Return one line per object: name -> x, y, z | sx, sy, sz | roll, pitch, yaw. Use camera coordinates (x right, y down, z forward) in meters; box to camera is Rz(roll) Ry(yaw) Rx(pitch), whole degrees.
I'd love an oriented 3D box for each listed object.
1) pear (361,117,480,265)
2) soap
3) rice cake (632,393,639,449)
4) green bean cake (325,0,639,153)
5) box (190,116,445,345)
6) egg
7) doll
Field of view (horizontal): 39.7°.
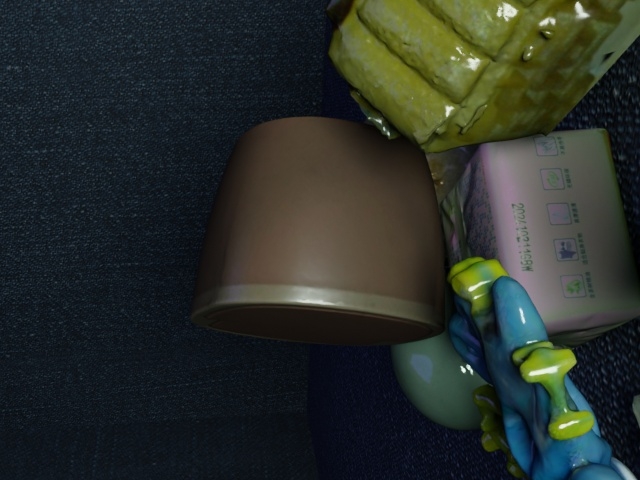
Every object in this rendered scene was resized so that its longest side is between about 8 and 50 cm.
pear -> 0.156, -0.069, 1.224 | 0.178, 0.267, 0.266 | 42, -140, -64
soap -> 0.216, 0.010, 0.903 | 0.182, 0.138, 0.199 | 108, 158, -70
rice cake -> 0.307, 0.160, 0.666 | 0.211, 0.038, 0.124 | 111, 156, -69
green bean cake -> 0.193, -0.216, 0.768 | 0.202, 0.285, 0.310 | 50, 133, 13
box -> 0.000, 0.000, 1.025 | 0.301, 0.301, 0.216 | 116, 159, -73
egg -> 0.171, 0.135, 1.135 | 0.230, 0.168, 0.168 | -102, 13, -45
doll -> 0.207, 0.174, 0.729 | 0.346, 0.099, 0.341 | -123, 11, -67
